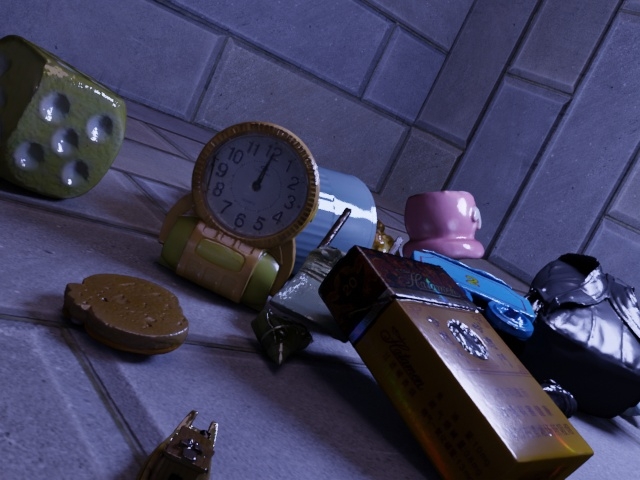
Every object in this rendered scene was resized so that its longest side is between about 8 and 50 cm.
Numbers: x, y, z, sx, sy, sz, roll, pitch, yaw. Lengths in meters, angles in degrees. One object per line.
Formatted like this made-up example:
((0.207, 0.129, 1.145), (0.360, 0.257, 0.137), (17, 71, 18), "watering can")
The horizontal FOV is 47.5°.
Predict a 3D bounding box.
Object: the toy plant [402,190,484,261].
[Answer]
((0.303, 0.051, 1.854), (0.210, 0.356, 0.317), (3, -2, 24), "toy plant")

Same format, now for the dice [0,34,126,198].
((-0.530, -0.231, 1.389), (0.238, 0.233, 0.227), (36, 7, 36), "dice")

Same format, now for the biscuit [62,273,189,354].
((-0.263, 0.102, 0.971), (0.170, 0.050, 0.170), (19, 17, -6), "biscuit")

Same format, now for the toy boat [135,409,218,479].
((-0.131, 0.214, 0.669), (0.064, 0.072, 0.206), (27, 11, -4), "toy boat")

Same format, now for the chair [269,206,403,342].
((0.023, 0.102, 1.360), (0.160, 0.186, 0.319), (29, 44, 6), "chair")

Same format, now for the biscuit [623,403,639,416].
((0.701, 0.359, 1.898), (0.309, 0.079, 0.186), (31, 10, 18), "biscuit")

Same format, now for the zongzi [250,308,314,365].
((-0.046, 0.170, 1.148), (0.109, 0.055, 0.119), (24, 21, -38), "zongzi")

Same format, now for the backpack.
((0.651, 0.202, 1.785), (0.363, 0.255, 0.446), (24, 32, 1), "backpack")

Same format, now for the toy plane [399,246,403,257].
((0.294, 0.091, 2.123), (0.267, 0.123, 0.267), (24, 8, -4), "toy plane")

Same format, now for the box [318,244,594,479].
((0.198, 0.195, 1.125), (0.264, 0.116, 0.415), (13, 34, -46), "box")

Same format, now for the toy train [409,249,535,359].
((0.296, 0.159, 1.567), (0.300, 0.188, 0.265), (23, 21, -3), "toy train")

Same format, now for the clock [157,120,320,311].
((-0.134, -0.059, 1.328), (0.244, 0.317, 0.200), (25, 4, -4), "clock")

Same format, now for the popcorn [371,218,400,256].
((0.131, 0.026, 1.919), (0.170, 0.180, 0.180), (27, 10, -20), "popcorn")

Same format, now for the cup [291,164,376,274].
((-0.085, -0.081, 1.623), (0.311, 0.257, 0.331), (13, 42, -45), "cup")

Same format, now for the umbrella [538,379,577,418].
((0.379, 0.299, 1.398), (0.326, 0.094, 0.090), (19, -2, -36), "umbrella")
